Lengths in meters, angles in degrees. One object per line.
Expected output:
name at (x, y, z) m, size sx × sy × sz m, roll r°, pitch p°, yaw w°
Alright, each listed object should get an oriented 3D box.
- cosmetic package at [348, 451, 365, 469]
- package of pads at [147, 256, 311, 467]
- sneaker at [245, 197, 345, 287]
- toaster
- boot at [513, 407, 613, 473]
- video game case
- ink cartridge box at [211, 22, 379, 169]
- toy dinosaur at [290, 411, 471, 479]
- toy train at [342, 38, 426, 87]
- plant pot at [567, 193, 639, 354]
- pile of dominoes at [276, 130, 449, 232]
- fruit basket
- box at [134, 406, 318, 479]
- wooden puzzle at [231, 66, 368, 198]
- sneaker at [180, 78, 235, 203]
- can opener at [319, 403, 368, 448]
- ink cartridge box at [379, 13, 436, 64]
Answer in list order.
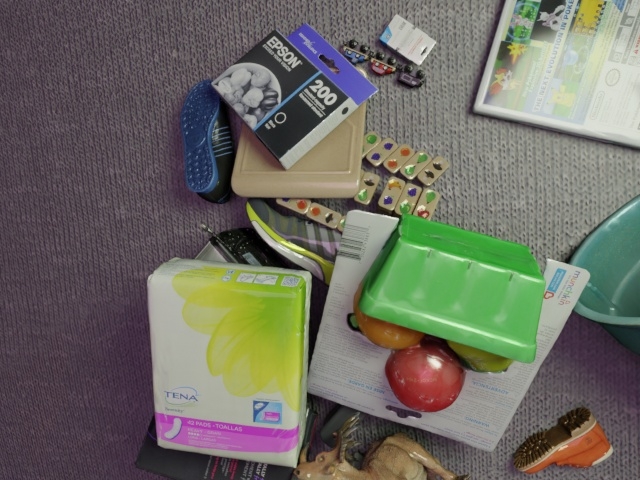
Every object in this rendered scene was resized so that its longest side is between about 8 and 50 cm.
cosmetic package at (0.088, 0.663, 0.699) m, size 0.329 × 0.327 × 0.394 m, roll 27°, pitch 102°, yaw 9°
package of pads at (-0.135, 0.179, 0.654) m, size 0.228 × 0.101 × 0.297 m, roll 5°, pitch 105°, yaw 7°
sneaker at (0.000, 0.000, 0.778) m, size 0.299 × 0.111 × 0.121 m, roll 34°, pitch 87°, yaw 4°
toaster at (-0.138, 0.063, 0.769) m, size 0.110 × 0.168 × 0.186 m, roll -44°, pitch 86°, yaw 15°
boot at (0.411, 0.362, 0.736) m, size 0.157 × 0.059 × 0.085 m, roll -38°, pitch 92°, yaw 12°
video game case at (0.432, -0.330, 0.671) m, size 0.299 × 0.036 × 0.330 m, roll 16°, pitch 100°, yaw 10°
ink cartridge box at (-0.045, -0.259, 0.733) m, size 0.208 × 0.045 × 0.206 m, roll -41°, pitch 71°, yaw -2°
toy dinosaur at (0.114, 0.375, 0.727) m, size 0.200 × 0.295 × 0.127 m, roll 33°, pitch 101°, yaw 40°
toy train at (0.107, -0.304, 0.752) m, size 0.158 × 0.027 × 0.036 m, roll 28°, pitch 112°, yaw 8°
plant pot at (0.572, 0.104, 0.550) m, size 0.341 × 0.341 × 0.334 m, roll -42°, pitch 94°, yaw 13°
pile of dominoes at (0.075, -0.103, 0.732) m, size 0.250 × 0.040 × 0.196 m, roll 24°, pitch 76°, yaw 10°
fruit basket at (0.162, 0.145, 0.658) m, size 0.326 × 0.165 × 0.354 m, roll 15°, pitch 123°, yaw 7°
box at (-0.157, 0.358, 0.788) m, size 0.269 × 0.143 × 0.166 m, roll 10°, pitch 66°, yaw 12°
wooden puzzle at (-0.032, -0.186, 0.759) m, size 0.220 × 0.044 × 0.239 m, roll 2°, pitch 74°, yaw 13°
sneaker at (-0.204, -0.180, 0.812) m, size 0.081 × 0.090 × 0.233 m, roll -6°, pitch 73°, yaw 14°
can opener at (0.108, 0.271, 0.782) m, size 0.093 × 0.074 × 0.280 m, roll 44°, pitch 102°, yaw 7°
ink cartridge box at (0.148, -0.335, 0.737) m, size 0.083 × 0.028 × 0.048 m, roll 38°, pitch 102°, yaw 7°
